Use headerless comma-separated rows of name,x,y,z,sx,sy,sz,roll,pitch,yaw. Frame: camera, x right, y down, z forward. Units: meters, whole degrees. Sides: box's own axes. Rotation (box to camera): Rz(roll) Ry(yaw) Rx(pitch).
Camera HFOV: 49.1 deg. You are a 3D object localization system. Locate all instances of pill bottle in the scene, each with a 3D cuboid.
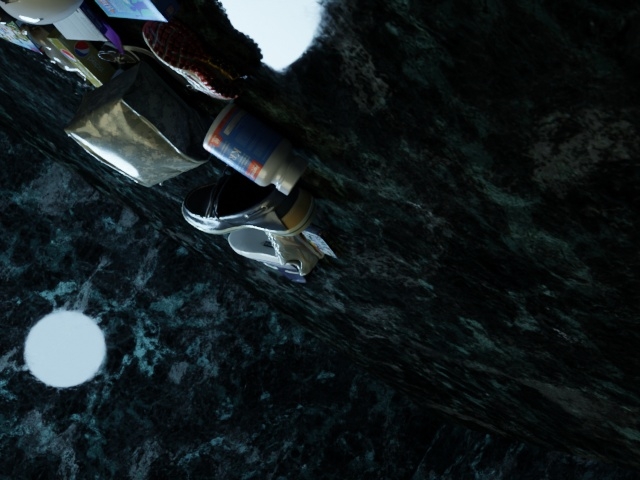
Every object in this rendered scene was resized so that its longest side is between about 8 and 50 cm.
pill bottle,-0.141,-0.200,1.580,0.221,0.124,0.124,33,165,-2

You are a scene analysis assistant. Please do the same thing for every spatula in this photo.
spatula,-0.394,-0.420,1.584,0.296,0.030,0.084,32,162,5

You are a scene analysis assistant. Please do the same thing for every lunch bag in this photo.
lunch bag,-0.439,-0.269,1.760,0.235,0.169,0.287,-17,133,35

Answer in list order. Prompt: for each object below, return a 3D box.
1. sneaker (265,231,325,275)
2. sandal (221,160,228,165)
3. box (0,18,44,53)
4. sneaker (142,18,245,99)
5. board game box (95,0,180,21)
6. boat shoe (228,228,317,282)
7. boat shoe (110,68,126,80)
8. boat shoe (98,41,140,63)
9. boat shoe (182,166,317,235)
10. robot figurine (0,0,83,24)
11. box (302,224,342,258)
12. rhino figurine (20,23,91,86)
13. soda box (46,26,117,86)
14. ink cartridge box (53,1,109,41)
sneaker,-0.115,0.009,2.185,0.262,0.121,0.099,35,164,-9
sandal,-0.266,-0.230,1.896,0.179,0.040,0.067,24,162,31
box,-0.872,-0.609,1.930,0.233,0.044,0.159,25,163,28
sneaker,-0.263,-0.356,1.412,0.225,0.088,0.092,39,165,-19
board game box,-0.381,-0.488,1.311,0.210,0.047,0.160,20,160,39
boat shoe,-0.164,0.053,2.401,0.340,0.127,0.158,19,152,40
boat shoe,-0.536,-0.363,1.911,0.094,0.109,0.302,34,162,-10
boat shoe,-0.484,-0.442,1.680,0.125,0.038,0.046,25,163,27
boat shoe,-0.227,-0.116,1.914,0.500,0.187,0.156,7,153,45
robot figurine,-0.523,-0.506,1.218,0.278,0.173,0.209,54,157,16
box,0.000,0.000,2.103,0.094,0.027,0.137,22,162,38
rhino figurine,-0.668,-0.487,1.851,0.106,0.073,0.243,23,164,42
soda box,-0.605,-0.472,1.794,0.061,0.058,0.181,19,160,41
ink cartridge box,-0.570,-0.534,1.529,0.224,0.045,0.223,20,156,44
